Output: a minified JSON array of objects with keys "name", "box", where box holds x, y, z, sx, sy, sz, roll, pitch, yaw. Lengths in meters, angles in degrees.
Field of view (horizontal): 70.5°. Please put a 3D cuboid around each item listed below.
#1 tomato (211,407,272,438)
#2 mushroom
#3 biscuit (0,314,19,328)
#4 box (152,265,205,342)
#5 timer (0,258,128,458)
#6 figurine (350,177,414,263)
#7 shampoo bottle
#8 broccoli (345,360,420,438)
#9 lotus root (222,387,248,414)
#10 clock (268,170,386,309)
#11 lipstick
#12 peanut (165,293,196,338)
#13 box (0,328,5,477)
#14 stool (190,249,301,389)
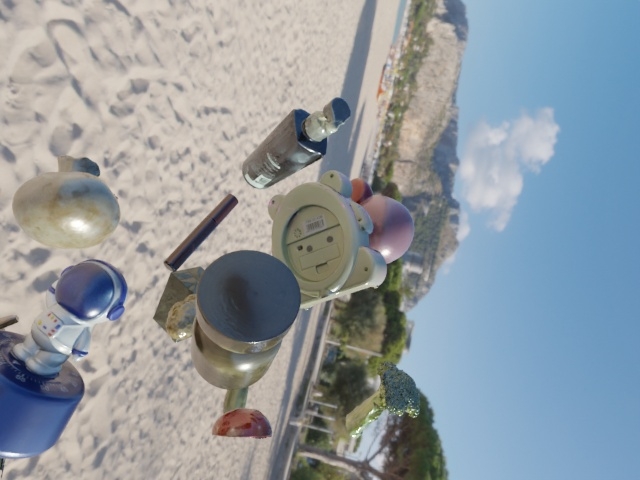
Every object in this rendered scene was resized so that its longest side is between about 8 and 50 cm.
[{"name":"tomato","box":[-0.196,0.458,1.140,0.155,0.156,0.069,92,-2,-70]},{"name":"mushroom","box":[-0.789,-0.123,1.429,0.297,0.298,0.290,97,-18,-55]},{"name":"biscuit","box":[-0.815,0.211,1.141,0.119,0.130,0.019,-62,137,-73]},{"name":"box","box":[-0.503,0.240,1.712,0.155,0.149,0.231,-13,136,-57]},{"name":"timer","box":[-0.555,0.205,0.935,0.383,0.270,0.270,-54,173,-7]},{"name":"figurine","box":[0.180,-0.039,1.473,0.269,0.262,0.211,-66,-168,2]},{"name":"shampoo bottle","box":[-0.036,-0.126,0.608,0.208,0.057,0.063,-24,-125,51]},{"name":"broccoli","box":[0.247,0.696,1.879,0.361,0.221,0.252,-59,-145,1]},{"name":"lotus root","box":[-0.297,0.562,1.569,0.090,0.077,0.182,158,-56,-84]},{"name":"clock","box":[0.000,0.000,1.152,0.114,0.284,0.309,12,61,-59]},{"name":"lipstick","box":[-0.420,-0.032,1.614,0.356,0.057,0.057,-53,164,-28]},{"name":"peanut","box":[-0.425,0.237,1.451,0.226,0.095,0.108,-72,140,-75]},{"name":"box","box":[-0.949,0.445,1.228,0.138,0.420,0.372,10,95,-43]},{"name":"stool","box":[-0.153,0.162,0.869,0.264,0.179,0.179,115,-7,-52]}]
